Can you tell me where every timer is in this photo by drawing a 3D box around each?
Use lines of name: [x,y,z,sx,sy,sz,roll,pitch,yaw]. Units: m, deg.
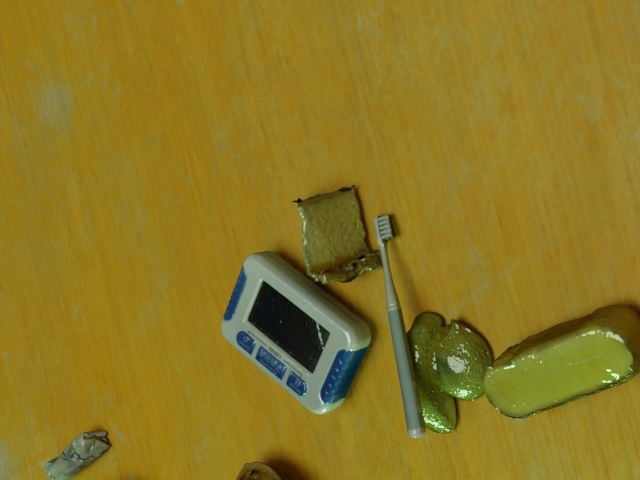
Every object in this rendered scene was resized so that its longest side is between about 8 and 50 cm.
timer: [-0.039,0.146,1.807,0.253,0.078,0.178,38,119,27]

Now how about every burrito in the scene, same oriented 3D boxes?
burrito: [-0.507,0.447,2.281,0.203,0.064,0.064,-38,75,38]

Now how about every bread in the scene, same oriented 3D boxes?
bread: [0.000,0.000,1.732,0.152,0.127,0.147,-13,91,58]
bread: [0.333,0.166,1.487,0.245,0.094,0.102,-31,88,41]
bread: [0.180,0.206,1.645,0.149,0.065,0.188,11,104,33]

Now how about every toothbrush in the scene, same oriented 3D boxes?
toothbrush: [0.117,0.122,1.641,0.030,0.025,0.342,-20,69,36]

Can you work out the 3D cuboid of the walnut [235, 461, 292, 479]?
walnut: [-0.070,0.478,1.891,0.167,0.087,0.211,-42,53,39]
